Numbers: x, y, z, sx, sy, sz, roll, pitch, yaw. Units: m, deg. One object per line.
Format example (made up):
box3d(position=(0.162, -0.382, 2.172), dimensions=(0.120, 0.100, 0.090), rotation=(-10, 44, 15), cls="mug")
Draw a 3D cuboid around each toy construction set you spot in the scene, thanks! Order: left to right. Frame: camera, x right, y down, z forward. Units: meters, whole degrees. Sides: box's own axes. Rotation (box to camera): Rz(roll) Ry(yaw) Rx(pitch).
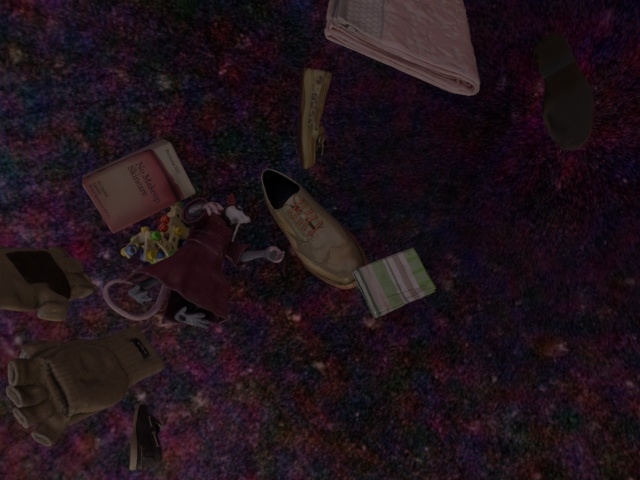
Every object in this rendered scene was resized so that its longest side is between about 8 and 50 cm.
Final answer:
box3d(position=(-0.541, -0.053, 1.684), dimensions=(0.151, 0.215, 0.328), rotation=(2, 64, 37), cls="toy construction set")

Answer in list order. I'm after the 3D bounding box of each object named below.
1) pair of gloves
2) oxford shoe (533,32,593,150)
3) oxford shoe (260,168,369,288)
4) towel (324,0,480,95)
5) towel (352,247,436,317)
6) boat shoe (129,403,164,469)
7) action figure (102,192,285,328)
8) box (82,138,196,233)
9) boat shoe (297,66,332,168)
box3d(position=(-0.315, 0.101, 0.563), dimensions=(0.042, 0.204, 0.240), rotation=(-43, 87, 13), cls="pair of gloves")
box3d(position=(0.411, -0.238, 0.796), dimensions=(0.076, 0.076, 0.212), rotation=(-17, 63, 40), cls="oxford shoe")
box3d(position=(-0.036, -0.034, 1.185), dimensions=(0.140, 0.146, 0.397), rotation=(-44, 54, -3), cls="oxford shoe")
box3d(position=(0.170, -0.456, 0.973), dimensions=(0.316, 0.332, 0.053), rotation=(17, 143, -16), cls="towel")
box3d(position=(0.158, 0.086, 1.027), dimensions=(0.152, 0.023, 0.113), rotation=(-21, 72, -13), cls="towel")
box3d(position=(-0.366, 0.413, 1.024), dimensions=(0.064, 0.206, 0.075), rotation=(4, 98, -18), cls="boat shoe")
box3d(position=(-0.272, 0.039, 1.139), dimensions=(0.275, 0.370, 0.248), rotation=(-18, 125, 30), cls="action figure")
box3d(position=(-0.464, -0.144, 1.239), dimensions=(0.127, 0.232, 0.149), rotation=(31, 147, 61), cls="box")
box3d(position=(-0.016, -0.345, 1.371), dimensions=(0.089, 0.104, 0.285), rotation=(2, 93, -10), cls="boat shoe")
